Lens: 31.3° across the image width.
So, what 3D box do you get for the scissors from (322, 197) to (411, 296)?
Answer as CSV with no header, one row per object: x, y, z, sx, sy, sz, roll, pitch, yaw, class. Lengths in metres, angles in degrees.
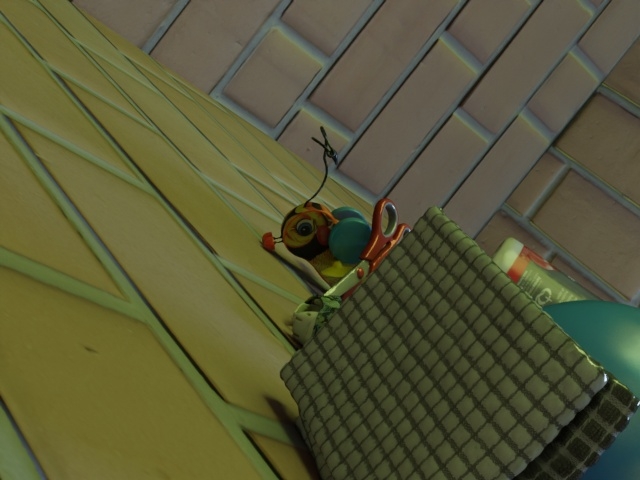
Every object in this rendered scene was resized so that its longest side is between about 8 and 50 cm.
0.068,0.048,1.665,0.297,0.021,0.109,-56,131,-45,scissors

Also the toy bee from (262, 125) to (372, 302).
0.000,0.000,1.767,0.298,0.162,0.195,64,2,5,toy bee

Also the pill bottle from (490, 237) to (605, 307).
0.343,0.153,1.597,0.318,0.176,0.176,35,7,5,pill bottle

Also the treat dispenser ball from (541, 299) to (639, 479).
0.260,0.201,1.101,0.288,0.288,0.288,38,7,-5,treat dispenser ball

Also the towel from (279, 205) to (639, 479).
0.105,0.135,0.965,0.121,0.235,0.284,38,7,-32,towel

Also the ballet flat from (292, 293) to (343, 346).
-0.004,0.104,1.363,0.070,0.070,0.188,38,5,-2,ballet flat
